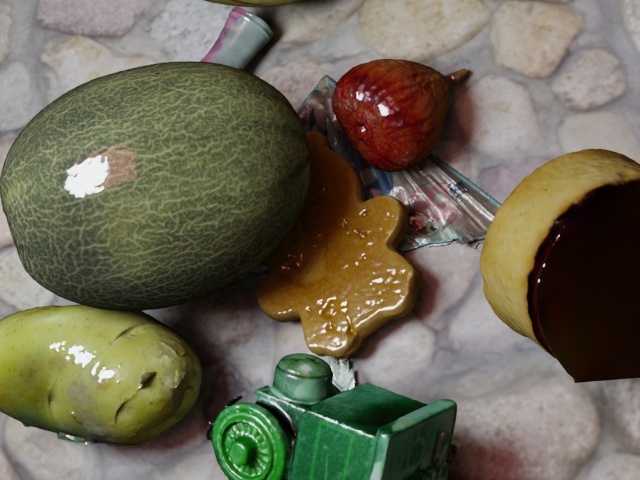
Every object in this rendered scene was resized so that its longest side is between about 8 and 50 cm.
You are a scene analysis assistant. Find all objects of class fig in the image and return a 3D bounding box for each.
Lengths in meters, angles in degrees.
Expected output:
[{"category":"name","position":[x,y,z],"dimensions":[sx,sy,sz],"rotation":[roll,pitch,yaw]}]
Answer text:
[{"category":"fig","position":[0.094,-0.139,1.251],"dimensions":[0.153,0.119,0.119],"rotation":[-23,65,-1]}]

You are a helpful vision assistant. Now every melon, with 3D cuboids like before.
[{"category":"melon","position":[-0.157,-0.054,1.202],"dimensions":[0.301,0.237,0.237],"rotation":[-17,65,-6]}]

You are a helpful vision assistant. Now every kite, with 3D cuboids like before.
[{"category":"kite","position":[0.016,-0.016,1.301],"dimensions":[0.406,0.014,0.368],"rotation":[-10,68,18]}]

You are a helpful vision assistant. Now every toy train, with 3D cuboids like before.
[{"category":"toy train","position":[-0.002,0.241,1.117],"dimensions":[0.202,0.145,0.266],"rotation":[17,105,31]}]

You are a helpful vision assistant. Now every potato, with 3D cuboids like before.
[{"category":"potato","position":[-0.243,0.140,1.264],"dimensions":[0.248,0.169,0.143],"rotation":[4,52,16]}]

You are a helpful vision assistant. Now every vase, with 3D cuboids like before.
[{"category":"vase","position":[-0.133,-0.163,1.375],"dimensions":[0.086,0.086,0.214],"rotation":[28,80,27]}]

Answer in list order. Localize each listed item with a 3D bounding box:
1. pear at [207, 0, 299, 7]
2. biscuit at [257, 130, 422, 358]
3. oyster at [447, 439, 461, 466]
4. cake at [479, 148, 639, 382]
[{"category":"pear","position":[-0.087,-0.399,1.320],"dimensions":[0.309,0.309,0.309],"rotation":[-7,70,19]},{"category":"biscuit","position":[0.001,0.001,1.273],"dimensions":[0.184,0.035,0.249],"rotation":[-39,62,8]},{"category":"oyster","position":[0.087,0.196,1.172],"dimensions":[0.083,0.081,0.038],"rotation":[19,52,-7]},{"category":"cake","position":[0.230,0.014,1.124],"dimensions":[0.208,0.185,0.178],"rotation":[-60,27,-4]}]
